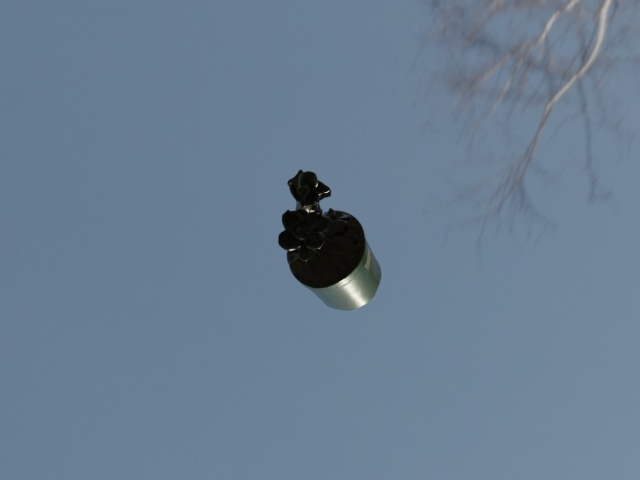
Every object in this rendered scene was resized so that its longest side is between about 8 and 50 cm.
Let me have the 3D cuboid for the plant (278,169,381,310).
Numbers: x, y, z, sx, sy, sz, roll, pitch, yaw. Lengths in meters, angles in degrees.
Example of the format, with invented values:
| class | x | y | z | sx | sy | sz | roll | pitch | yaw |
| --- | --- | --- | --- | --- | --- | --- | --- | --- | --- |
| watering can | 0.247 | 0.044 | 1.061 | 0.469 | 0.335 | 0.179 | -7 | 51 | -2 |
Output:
| class | x | y | z | sx | sy | sz | roll | pitch | yaw |
| --- | --- | --- | --- | --- | --- | --- | --- | --- | --- |
| plant | 0.000 | 0.000 | 0.935 | 0.051 | 0.102 | 0.051 | -12 | -125 | 17 |
